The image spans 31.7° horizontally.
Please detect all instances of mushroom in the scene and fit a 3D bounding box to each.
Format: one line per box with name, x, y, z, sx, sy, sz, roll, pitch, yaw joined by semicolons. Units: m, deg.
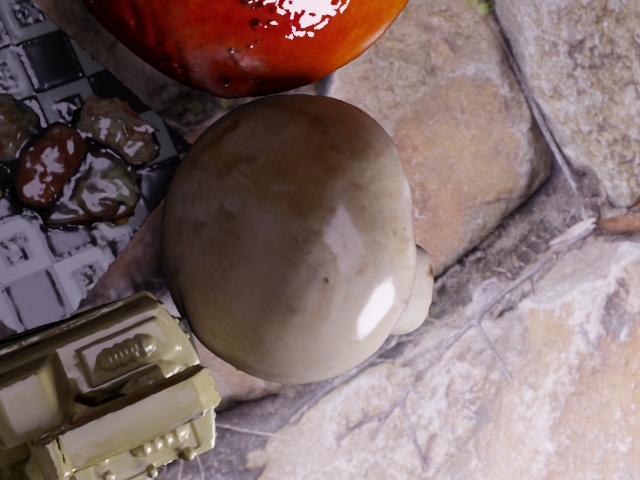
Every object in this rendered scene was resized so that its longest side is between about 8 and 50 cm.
mushroom;0.000;0.000;1.146;0.290;0.292;0.292;8;76;-50

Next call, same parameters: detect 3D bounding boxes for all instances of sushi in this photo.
sushi;-0.305;-0.088;1.135;0.292;0.059;0.294;40;70;-10

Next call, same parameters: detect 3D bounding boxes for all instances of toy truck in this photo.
toy truck;-0.284;0.178;0.997;0.405;0.254;0.180;-19;92;-20

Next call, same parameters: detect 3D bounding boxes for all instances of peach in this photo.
peach;-0.066;-0.314;1.111;0.370;0.370;0.370;4;79;-21
